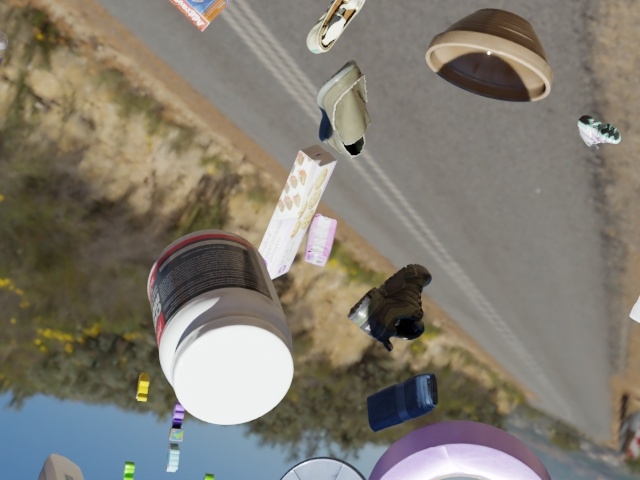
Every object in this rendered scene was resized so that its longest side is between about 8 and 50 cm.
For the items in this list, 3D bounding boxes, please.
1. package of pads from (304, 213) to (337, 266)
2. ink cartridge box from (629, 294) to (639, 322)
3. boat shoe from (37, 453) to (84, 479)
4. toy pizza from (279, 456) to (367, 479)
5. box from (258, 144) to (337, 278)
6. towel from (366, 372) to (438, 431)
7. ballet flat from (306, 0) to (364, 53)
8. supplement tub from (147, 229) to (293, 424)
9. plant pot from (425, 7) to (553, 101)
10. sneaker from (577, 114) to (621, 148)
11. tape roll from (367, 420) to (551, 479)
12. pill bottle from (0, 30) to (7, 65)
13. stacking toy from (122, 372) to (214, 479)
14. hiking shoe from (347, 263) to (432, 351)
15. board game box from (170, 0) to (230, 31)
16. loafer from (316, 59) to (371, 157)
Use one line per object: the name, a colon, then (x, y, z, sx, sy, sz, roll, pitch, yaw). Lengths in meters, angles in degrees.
package of pads: (0.000, 0.000, 1.334, 0.032, 0.050, 0.083, 16, 171, 1)
ink cartridge box: (0.517, 0.067, 1.351, 0.056, 0.181, 0.225, 21, -171, -46)
boat shoe: (-0.326, 0.325, 1.347, 0.066, 0.063, 0.184, 32, -175, -27)
toy pizza: (0.004, 0.483, 1.944, 0.201, 0.201, 0.032, 25, 172, 25)
box: (-0.057, -0.059, 2.379, 0.063, 0.324, 0.067, 41, -143, 22)
towel: (0.128, 0.251, 1.705, 0.119, 0.067, 0.029, -26, 133, 28)
ballet flat: (0.040, -0.386, 1.868, 0.057, 0.168, 0.052, 33, 178, -28)
supplement tub: (-0.149, 0.122, 1.626, 0.191, 0.191, 0.272, 32, -163, -27)
plant pot: (0.322, -0.353, 2.034, 0.237, 0.109, 0.237, 18, 170, 3)
sneaker: (0.555, -0.203, 2.191, 0.098, 0.038, 0.069, 40, 157, 36)
tape roll: (0.192, 0.391, 1.514, 0.275, 0.275, 0.090, 29, -167, -2)
pill bottle: (-0.548, -0.188, 1.541, 0.153, 0.264, 0.153, 21, -168, -5)
stacking toy: (-0.273, 0.367, 2.058, 0.167, 0.221, 0.052, 10, 172, -13)
hiking shoe: (0.141, 0.122, 1.936, 0.114, 0.086, 0.227, 51, -139, 8)
board game box: (-0.157, -0.436, 1.639, 0.145, 0.281, 0.027, 43, 137, -11)
loafer: (0.053, -0.223, 1.907, 0.087, 0.094, 0.251, 42, 166, 14)
